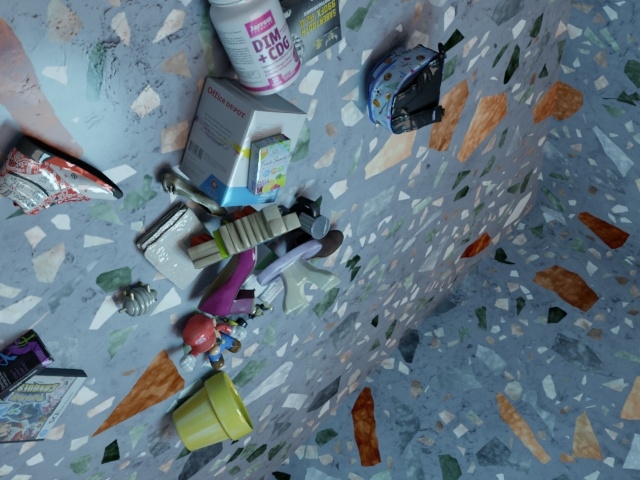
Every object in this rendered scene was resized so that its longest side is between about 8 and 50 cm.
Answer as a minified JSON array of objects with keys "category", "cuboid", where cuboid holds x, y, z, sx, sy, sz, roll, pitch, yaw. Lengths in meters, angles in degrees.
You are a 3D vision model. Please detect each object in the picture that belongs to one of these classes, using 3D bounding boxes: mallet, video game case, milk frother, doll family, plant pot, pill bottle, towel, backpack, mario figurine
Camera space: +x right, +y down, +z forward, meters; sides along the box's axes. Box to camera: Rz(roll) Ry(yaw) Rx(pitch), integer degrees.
[{"category":"mallet","cuboid":[-0.337,0.298,2.138,0.062,0.039,0.190,-52,145,5]},{"category":"video game case","cuboid":[-0.827,0.460,1.650,0.248,0.035,0.275,-54,150,5]},{"category":"milk frother","cuboid":[-0.069,-0.064,2.000,0.143,0.135,0.129,-42,134,-19]},{"category":"doll family","cuboid":[-0.258,0.224,2.052,0.076,0.193,0.111,-66,-167,-14]},{"category":"plant pot","cuboid":[-0.413,0.661,2.236,0.239,0.254,0.254,-29,146,-7]},{"category":"pill bottle","cuboid":[-0.159,-0.495,1.380,0.160,0.160,0.283,-42,140,-15]},{"category":"towel","cuboid":[-0.402,0.024,1.739,0.187,0.049,0.282,-45,149,-10]},{"category":"backpack","cuboid":[0.268,-0.486,1.933,0.263,0.213,0.276,-44,144,-29]},{"category":"mario figurine","cuboid":[-0.363,0.369,2.032,0.320,0.170,0.198,64,35,-65]}]

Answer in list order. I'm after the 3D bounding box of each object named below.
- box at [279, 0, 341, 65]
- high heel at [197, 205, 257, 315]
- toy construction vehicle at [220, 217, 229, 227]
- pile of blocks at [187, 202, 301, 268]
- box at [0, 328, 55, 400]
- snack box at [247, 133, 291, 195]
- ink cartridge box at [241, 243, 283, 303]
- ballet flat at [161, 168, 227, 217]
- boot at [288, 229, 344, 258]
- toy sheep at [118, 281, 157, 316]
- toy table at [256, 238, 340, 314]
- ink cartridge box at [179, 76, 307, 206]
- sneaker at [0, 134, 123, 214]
[{"category":"box","cuboid":[-0.049,-0.566,1.570,0.231,0.056,0.183,-38,147,-21]},{"category":"high heel","cuboid":[-0.290,0.071,1.844,0.181,0.127,0.377,2,109,-8]},{"category":"toy construction vehicle","cuboid":[-0.272,-0.031,1.865,0.086,0.035,0.098,-26,142,-36]},{"category":"pile of blocks","cuboid":[-0.226,-0.028,1.689,0.362,0.112,0.149,-22,179,18]},{"category":"box","cuboid":[-0.767,0.313,1.492,0.162,0.116,0.029,-40,146,-19]},{"category":"snack box","cuboid":[-0.129,-0.189,1.491,0.100,0.037,0.141,-26,141,-38]},{"category":"ink cartridge box","cuboid":[-0.201,0.112,2.057,0.160,0.093,0.219,-49,149,-3]},{"category":"ballet flat","cuboid":[-0.346,-0.115,1.625,0.250,0.084,0.058,39,74,-55]},{"category":"boot","cuboid":[0.000,0.000,2.160,0.248,0.090,0.207,-28,164,-21]},{"category":"toy sheep","cuboid":[-0.524,0.174,1.702,0.132,0.091,0.091,-26,142,-45]},{"category":"toy table","cuboid":[-0.061,0.122,1.948,0.274,0.161,0.252,-31,167,-31]},{"category":"ink cartridge box","cuboid":[-0.205,-0.257,1.553,0.197,0.198,0.270,-9,130,-49]},{"category":"sneaker","cuboid":[-0.580,-0.114,1.315,0.145,0.090,0.270,-52,146,4]}]
